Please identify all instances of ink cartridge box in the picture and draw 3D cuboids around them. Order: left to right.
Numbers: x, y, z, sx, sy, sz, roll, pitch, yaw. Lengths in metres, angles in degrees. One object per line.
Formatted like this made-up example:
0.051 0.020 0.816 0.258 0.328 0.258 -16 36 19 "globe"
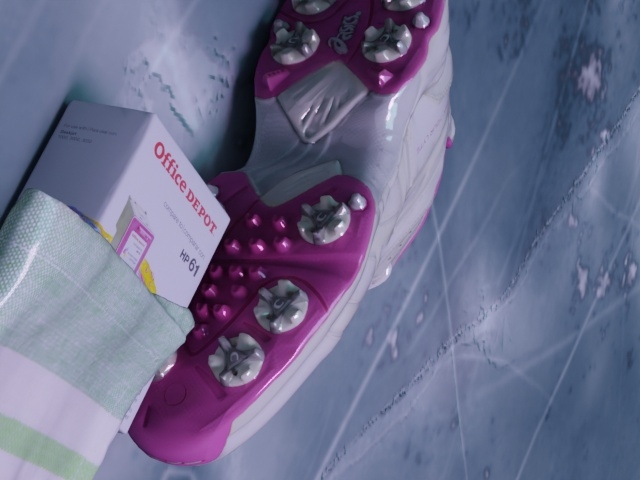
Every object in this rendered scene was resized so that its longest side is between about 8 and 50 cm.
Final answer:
-0.100 0.011 0.899 0.122 0.052 0.088 -67 147 -25 "ink cartridge box"

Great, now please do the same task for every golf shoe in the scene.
0.000 0.000 1.016 0.306 0.115 0.140 -62 149 -28 "golf shoe"

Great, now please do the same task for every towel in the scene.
-0.144 0.153 0.738 0.324 0.038 0.248 -64 171 -7 "towel"
